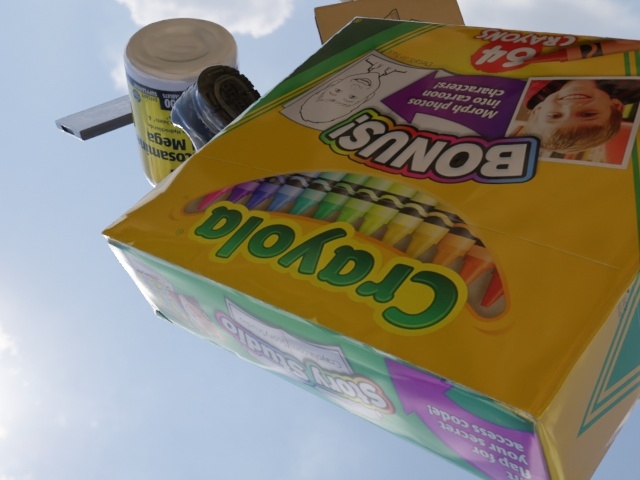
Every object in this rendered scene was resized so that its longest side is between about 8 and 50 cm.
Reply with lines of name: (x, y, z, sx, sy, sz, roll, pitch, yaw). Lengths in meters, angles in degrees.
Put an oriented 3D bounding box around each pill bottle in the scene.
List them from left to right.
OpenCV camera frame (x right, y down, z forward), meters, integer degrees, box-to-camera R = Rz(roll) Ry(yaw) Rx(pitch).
pill bottle: (-0.227, -0.197, 1.446, 0.188, 0.334, 0.188, 0, -136, 0)

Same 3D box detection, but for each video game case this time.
video game case: (-0.443, -0.267, 1.763, 0.196, 0.026, 0.274, -25, -159, -21)

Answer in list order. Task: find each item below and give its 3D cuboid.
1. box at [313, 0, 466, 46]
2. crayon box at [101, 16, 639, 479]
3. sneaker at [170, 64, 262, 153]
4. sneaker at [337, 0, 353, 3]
box: (0.106, -0.267, 1.148, 0.201, 0.021, 0.164, -12, -109, -6)
crayon box: (0.078, -0.028, 0.590, 0.363, 0.106, 0.313, 18, -128, 41)
sneaker: (-0.097, -0.109, 1.171, 0.286, 0.130, 0.109, 55, -132, -14)
sneaker: (0.013, -0.409, 1.328, 0.109, 0.040, 0.043, 36, -135, -36)
